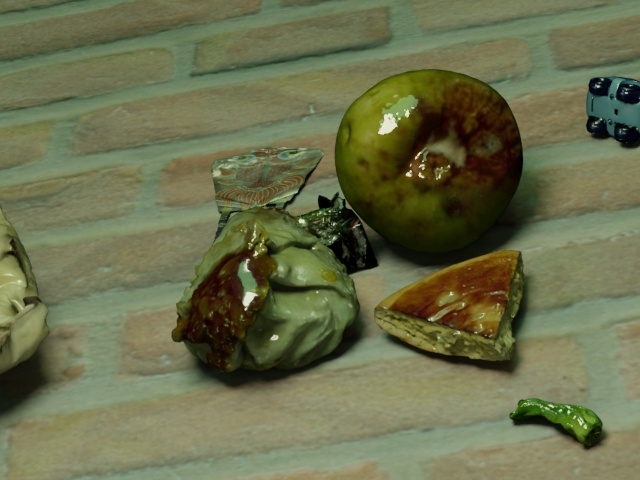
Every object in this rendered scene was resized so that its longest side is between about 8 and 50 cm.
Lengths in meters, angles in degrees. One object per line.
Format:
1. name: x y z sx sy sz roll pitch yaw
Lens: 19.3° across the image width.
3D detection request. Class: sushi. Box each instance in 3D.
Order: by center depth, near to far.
1. sushi: 0.000 0.000 1.867 0.083 0.056 0.084 -26 35 -4

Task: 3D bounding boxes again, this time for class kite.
1. kite: -0.075 -0.039 1.992 0.127 0.016 0.229 -7 30 17

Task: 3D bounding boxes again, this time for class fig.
1. fig: 0.107 -0.083 1.838 0.181 0.181 0.191 -8 5 10

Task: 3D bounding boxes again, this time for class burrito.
1. burrito: -0.379 0.062 1.842 0.190 0.135 0.332 -11 33 -18

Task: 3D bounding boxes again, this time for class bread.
1. bread: 0.115 0.067 1.720 0.136 0.054 0.154 -4 29 14

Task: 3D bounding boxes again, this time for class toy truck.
1. toy truck: 0.337 -0.132 1.928 0.074 0.063 0.136 -14 26 -38

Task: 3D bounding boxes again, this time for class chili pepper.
1. chili pepper: 0.201 0.148 1.587 0.091 0.030 0.034 16 69 41

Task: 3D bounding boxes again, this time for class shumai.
1. shumai: -0.070 0.031 1.743 0.184 0.142 0.184 -10 55 15
